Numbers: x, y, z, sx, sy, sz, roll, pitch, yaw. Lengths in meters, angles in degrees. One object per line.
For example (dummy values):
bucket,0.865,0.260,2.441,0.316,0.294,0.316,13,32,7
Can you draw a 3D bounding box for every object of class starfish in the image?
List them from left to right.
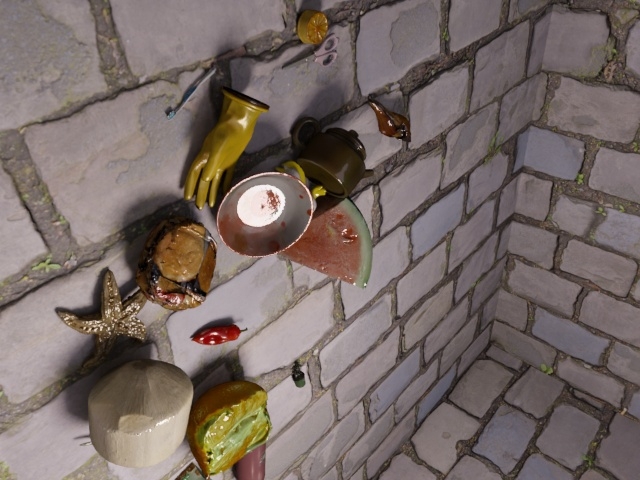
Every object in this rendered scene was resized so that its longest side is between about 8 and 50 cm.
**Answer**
starfish,-0.487,0.178,1.188,0.277,0.062,0.236,-53,138,-6

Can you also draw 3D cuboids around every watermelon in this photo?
watermelon,0.041,0.002,1.553,0.293,0.250,0.283,-37,132,-35

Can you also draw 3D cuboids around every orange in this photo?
orange,-0.278,0.560,1.560,0.263,0.196,0.334,-25,127,-21

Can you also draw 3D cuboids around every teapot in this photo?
teapot,0.039,-0.248,1.449,0.268,0.185,0.175,39,75,-19

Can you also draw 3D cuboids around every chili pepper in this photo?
chili pepper,-0.286,0.273,1.484,0.191,0.050,0.059,-5,132,-41

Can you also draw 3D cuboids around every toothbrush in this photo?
toothbrush,-0.285,-0.327,1.133,0.162,0.014,0.017,-52,162,-15

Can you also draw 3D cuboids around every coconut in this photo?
coconut,-0.433,0.398,1.234,0.237,0.237,0.265,-13,128,-47

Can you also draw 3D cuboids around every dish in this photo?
dish,-0.154,-0.084,1.348,0.260,0.085,0.260,-13,129,-17

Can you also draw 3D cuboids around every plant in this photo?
plant,-0.083,0.493,1.880,0.051,0.051,0.102,-32,124,-35

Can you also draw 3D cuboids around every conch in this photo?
conch,0.224,-0.385,1.674,0.233,0.086,0.080,11,146,-40

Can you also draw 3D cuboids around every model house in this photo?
model house,-0.391,0.810,1.619,0.127,0.149,0.100,-44,144,-25

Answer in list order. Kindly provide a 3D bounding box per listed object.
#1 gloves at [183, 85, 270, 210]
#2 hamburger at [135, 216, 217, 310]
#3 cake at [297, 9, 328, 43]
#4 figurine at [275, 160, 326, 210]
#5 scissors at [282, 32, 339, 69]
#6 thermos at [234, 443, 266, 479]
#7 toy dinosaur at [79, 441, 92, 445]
gloves,-0.229,-0.205,1.217,0.133,0.116,0.294,10,111,-46
hamburger,-0.340,0.054,1.212,0.231,0.107,0.230,-17,110,-53
cake,-0.020,-0.541,1.293,0.084,0.044,0.084,-29,134,-36
figurine,-0.077,-0.142,1.453,0.178,0.109,0.129,41,84,-32
scissors,-0.024,-0.480,1.341,0.189,0.015,0.100,-30,154,-25
thermos,-0.252,0.774,1.819,0.110,0.136,0.330,-5,120,-18
toy dinosaur,-0.545,0.536,1.349,0.187,0.044,0.106,-13,137,-48
